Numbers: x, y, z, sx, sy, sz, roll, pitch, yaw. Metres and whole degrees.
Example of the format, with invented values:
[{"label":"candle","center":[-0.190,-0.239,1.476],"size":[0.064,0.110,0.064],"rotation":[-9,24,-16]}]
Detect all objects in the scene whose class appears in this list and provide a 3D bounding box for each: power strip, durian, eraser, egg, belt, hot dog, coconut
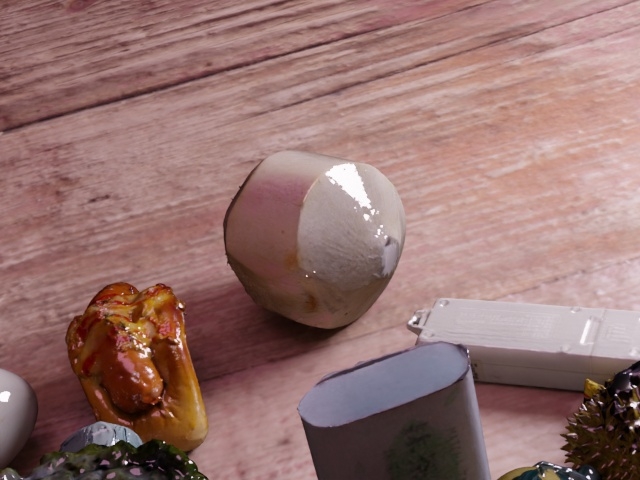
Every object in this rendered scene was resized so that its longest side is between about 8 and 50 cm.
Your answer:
[{"label":"power strip","center":[0.266,0.122,1.581],"size":[0.338,0.058,0.098],"rotation":[3,36,24]},{"label":"durian","center":[0.338,0.182,1.391],"size":[0.193,0.138,0.237],"rotation":[-27,35,-17]},{"label":"eraser","center":[0.083,0.222,1.342],"size":[0.174,0.227,0.081],"rotation":[-18,33,-6]},{"label":"egg","center":[-0.434,0.222,1.599],"size":[0.209,0.151,0.151],"rotation":[-22,34,-14]},{"label":"belt","center":[-0.243,0.261,1.490],"size":[0.105,0.140,0.058],"rotation":[11,33,-17]},{"label":"hot dog","center":[-0.223,0.139,1.643],"size":[0.150,0.153,0.257],"rotation":[-19,34,-7]},{"label":"coconut","center":[-0.001,-0.003,1.723],"size":[0.241,0.241,0.241],"rotation":[-9,33,6]}]

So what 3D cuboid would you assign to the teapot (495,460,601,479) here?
[{"label":"teapot","center":[0.213,0.314,1.241],"size":[0.182,0.173,0.269],"rotation":[16,48,0]}]

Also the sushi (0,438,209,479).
[{"label":"sushi","center":[-0.207,0.349,1.305],"size":[0.294,0.178,0.352],"rotation":[-14,30,-5]}]
